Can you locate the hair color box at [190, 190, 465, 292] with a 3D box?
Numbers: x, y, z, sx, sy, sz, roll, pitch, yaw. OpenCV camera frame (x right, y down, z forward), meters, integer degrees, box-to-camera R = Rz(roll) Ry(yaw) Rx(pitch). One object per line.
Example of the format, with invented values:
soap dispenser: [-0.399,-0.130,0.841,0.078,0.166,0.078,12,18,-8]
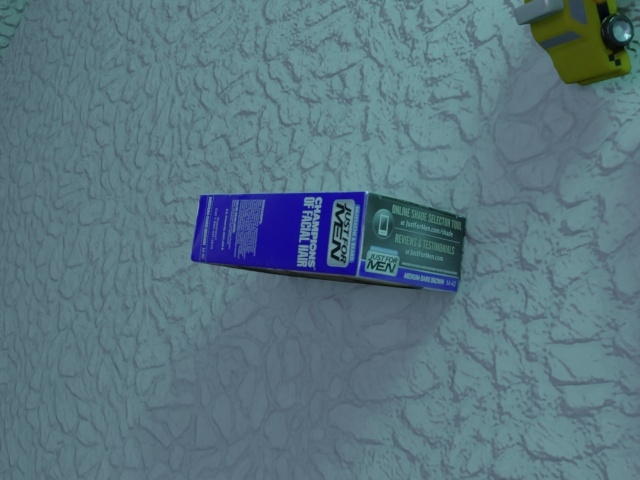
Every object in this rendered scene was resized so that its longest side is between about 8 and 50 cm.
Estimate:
hair color box: [0.000,0.000,1.091,0.339,0.185,0.110,1,82,48]

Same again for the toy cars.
toy cars: [0.262,-0.329,0.808,0.176,0.087,0.393,54,154,39]
